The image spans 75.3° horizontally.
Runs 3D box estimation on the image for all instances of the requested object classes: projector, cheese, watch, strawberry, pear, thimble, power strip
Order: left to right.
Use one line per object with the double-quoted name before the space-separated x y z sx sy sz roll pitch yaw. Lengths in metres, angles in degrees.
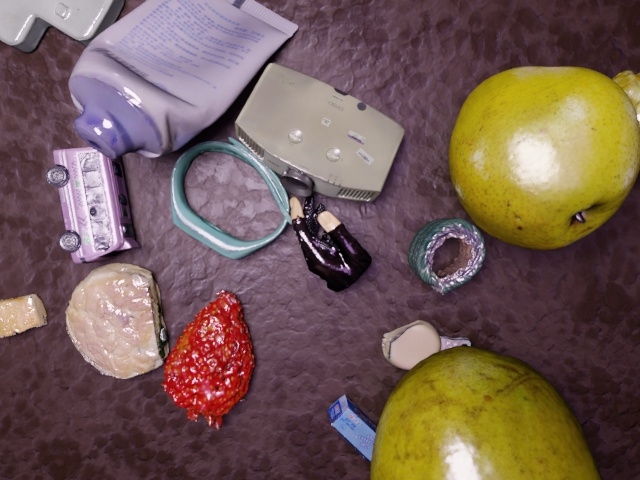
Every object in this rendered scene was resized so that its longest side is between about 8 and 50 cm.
"power strip" -0.506 -0.431 0.727 0.264 0.059 0.194 31 92 -5
"strawberry" -0.189 0.222 0.768 0.174 0.098 0.228 30 93 -5
"watch" -0.162 -0.073 0.767 0.237 0.068 0.195 33 90 0
"projector" -0.006 -0.171 0.729 0.269 0.088 0.194 25 71 -4
"cheese" 0.206 0.197 0.807 0.171 0.047 0.092 -15 97 -1
"thimble" 0.233 0.023 0.775 0.118 0.090 0.135 44 94 -2
"pear" 0.251 0.360 0.650 0.351 0.352 0.414 31 52 -4
"pear" 0.348 -0.128 0.668 0.294 0.294 0.295 0 94 -2

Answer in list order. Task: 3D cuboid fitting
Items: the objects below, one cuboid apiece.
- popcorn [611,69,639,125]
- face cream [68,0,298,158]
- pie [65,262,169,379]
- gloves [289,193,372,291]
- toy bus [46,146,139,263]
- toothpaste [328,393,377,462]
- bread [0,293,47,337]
"popcorn" 0.573 -0.209 0.721 0.221 0.204 0.184 -7 95 11
"face cream" -0.223 -0.295 0.659 0.234 0.137 0.420 29 61 -3
"pie" -0.385 0.152 0.778 0.184 0.052 0.218 -5 96 -3
"gloves" -0.002 0.002 0.745 0.180 0.129 0.106 44 94 -4
"toy bus" -0.400 -0.062 0.742 0.108 0.096 0.199 -10 92 -6
"toothpaste" 0.129 0.419 0.812 0.272 0.066 0.053 45 92 -5
"bread" -0.567 0.139 0.780 0.083 0.035 0.070 -16 95 -8
